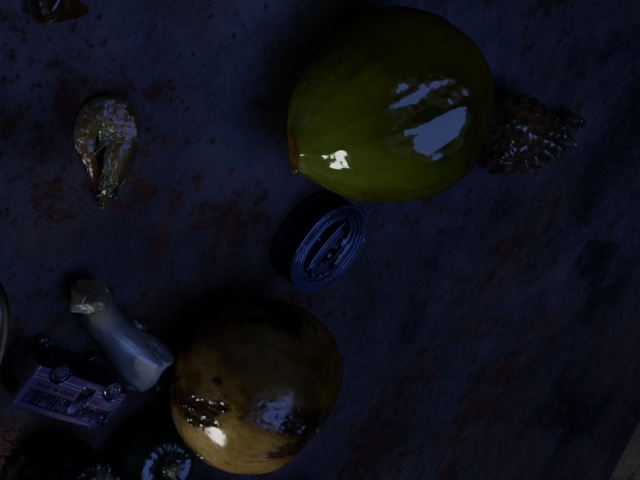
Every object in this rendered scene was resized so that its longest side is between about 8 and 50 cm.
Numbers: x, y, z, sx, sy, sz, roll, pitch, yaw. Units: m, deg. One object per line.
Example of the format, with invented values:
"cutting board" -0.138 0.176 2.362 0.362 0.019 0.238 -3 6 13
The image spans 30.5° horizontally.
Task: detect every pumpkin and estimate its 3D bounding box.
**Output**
"pumpkin" -0.292 0.393 2.080 0.167 0.125 0.167 -17 129 -22

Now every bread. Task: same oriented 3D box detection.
"bread" -0.372 -0.323 1.594 0.062 0.043 0.109 -55 140 -1

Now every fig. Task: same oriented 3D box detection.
"fig" 0.103 -0.215 1.913 0.343 0.343 0.343 -23 130 -31

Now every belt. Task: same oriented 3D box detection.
"belt" 0.000 0.000 2.125 0.190 0.082 0.141 -52 136 -2

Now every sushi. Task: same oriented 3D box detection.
"sushi" -0.435 0.494 1.978 0.211 0.171 0.350 -13 125 -39

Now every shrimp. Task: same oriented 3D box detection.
"shrimp" -0.324 -0.133 1.771 0.101 0.042 0.190 -1 119 -19

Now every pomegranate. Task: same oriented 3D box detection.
"pomegranate" -0.113 0.254 2.038 0.322 0.322 0.322 -23 130 -31

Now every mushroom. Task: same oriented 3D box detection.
"mushroom" -0.328 0.156 1.915 0.099 0.096 0.278 -44 134 -13

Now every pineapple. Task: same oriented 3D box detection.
"pineapple" 0.429 -0.214 2.340 0.361 0.175 0.175 -11 124 -49

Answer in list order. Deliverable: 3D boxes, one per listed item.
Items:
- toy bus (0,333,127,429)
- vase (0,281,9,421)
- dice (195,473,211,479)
"toy bus" -0.413 0.232 1.883 0.199 0.096 0.108 30 98 -47
"vase" -0.547 0.143 1.573 0.329 0.240 0.302 -46 122 -47
"dice" -0.231 0.564 2.199 0.193 0.192 0.194 -53 137 0
